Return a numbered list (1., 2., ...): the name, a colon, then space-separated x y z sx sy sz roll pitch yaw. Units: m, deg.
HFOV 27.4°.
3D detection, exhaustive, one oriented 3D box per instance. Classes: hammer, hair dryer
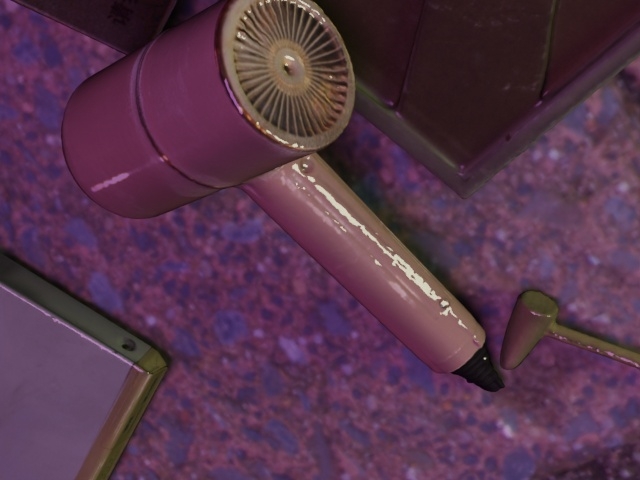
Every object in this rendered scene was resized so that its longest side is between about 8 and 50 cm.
1. hammer: 0.217 0.093 0.881 0.195 0.028 0.060 19 119 7
2. hair dryer: 0.000 0.000 0.860 0.189 0.106 0.344 -19 123 46

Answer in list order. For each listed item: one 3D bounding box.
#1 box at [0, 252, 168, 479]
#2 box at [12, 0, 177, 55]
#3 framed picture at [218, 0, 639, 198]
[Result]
1. box: -0.259 0.144 1.029 0.211 0.045 0.270 30 115 4
2. box: -0.219 -0.258 0.815 0.325 0.047 0.180 24 117 -14
3. framed picture: 0.108 -0.243 0.704 0.326 0.028 0.446 38 128 -15
